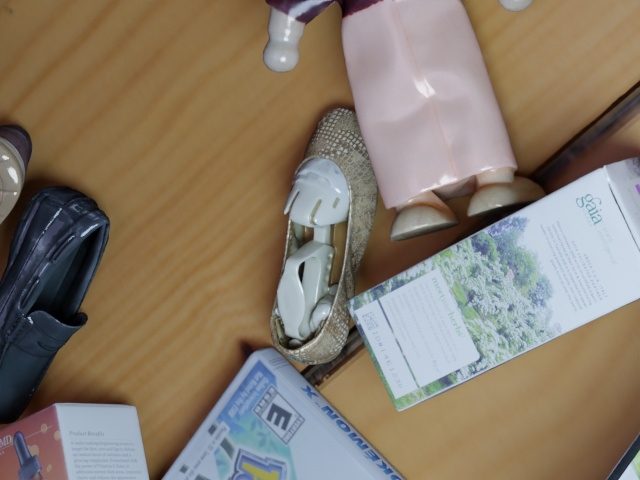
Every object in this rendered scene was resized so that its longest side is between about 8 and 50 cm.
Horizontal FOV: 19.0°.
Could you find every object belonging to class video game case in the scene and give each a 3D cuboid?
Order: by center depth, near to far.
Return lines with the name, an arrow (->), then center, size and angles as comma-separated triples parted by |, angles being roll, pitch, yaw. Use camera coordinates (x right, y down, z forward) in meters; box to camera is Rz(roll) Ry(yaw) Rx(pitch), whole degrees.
video game case -> -0.033, 0.305, 1.561 | 0.300, 0.036, 0.329 | 44, 115, 19

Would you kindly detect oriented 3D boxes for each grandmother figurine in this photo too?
grandmother figurine -> 0.053, -0.176, 1.427 | 0.208, 0.104, 0.342 | -14, 85, 4

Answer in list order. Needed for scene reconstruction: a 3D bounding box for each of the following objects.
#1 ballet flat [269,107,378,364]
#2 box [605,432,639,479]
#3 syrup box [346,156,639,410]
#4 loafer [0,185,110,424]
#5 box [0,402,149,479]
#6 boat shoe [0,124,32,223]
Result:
ballet flat -> 0.000, 0.000, 1.489 | 0.073, 0.067, 0.206 | 10, 100, 30
box -> 0.277, 0.145, 1.285 | 0.087, 0.169, 0.290 | 42, 116, 23
syrup box -> 0.147, 0.032, 1.389 | 0.237, 0.096, 0.093 | -29, 82, 30
loafer -> -0.241, 0.063, 1.634 | 0.078, 0.076, 0.223 | 31, 107, 33
box -> -0.213, 0.236, 1.599 | 0.130, 0.091, 0.170 | -28, 67, 38
boat shoe -> -0.351, 0.000, 1.686 | 0.103, 0.092, 0.285 | 46, 115, -3
